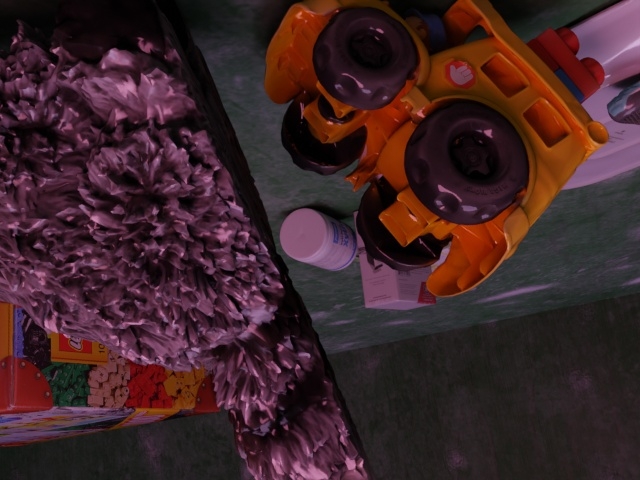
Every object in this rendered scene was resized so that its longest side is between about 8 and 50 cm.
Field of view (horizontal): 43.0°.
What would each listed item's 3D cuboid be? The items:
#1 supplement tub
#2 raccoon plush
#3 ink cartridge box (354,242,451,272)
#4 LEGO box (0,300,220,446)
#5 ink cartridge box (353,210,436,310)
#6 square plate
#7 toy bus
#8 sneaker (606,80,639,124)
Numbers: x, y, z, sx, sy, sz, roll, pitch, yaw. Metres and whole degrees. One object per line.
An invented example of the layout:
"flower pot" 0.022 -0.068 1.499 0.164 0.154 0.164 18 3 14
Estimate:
"supplement tub" 0.000 0.000 1.082 0.071 0.071 0.107 -15 165 22
"raccoon plush" -0.174 0.040 0.489 0.299 0.446 0.216 -23 178 1
"ink cartridge box" 0.153 0.025 1.310 0.235 0.056 0.171 -21 162 33
"LEGO box" -0.462 0.198 1.244 0.500 0.193 0.372 -17 160 33
"ink cartridge box" 0.101 0.023 1.106 0.056 0.135 0.099 -16 164 37
"square plate" 0.287 -0.125 0.827 0.347 0.049 0.344 5 161 -42
"toy bus" 0.098 -0.104 0.595 0.211 0.220 0.149 -39 175 -21
"sneaker" 0.320 -0.101 0.690 0.167 0.076 0.065 -3 163 -22
